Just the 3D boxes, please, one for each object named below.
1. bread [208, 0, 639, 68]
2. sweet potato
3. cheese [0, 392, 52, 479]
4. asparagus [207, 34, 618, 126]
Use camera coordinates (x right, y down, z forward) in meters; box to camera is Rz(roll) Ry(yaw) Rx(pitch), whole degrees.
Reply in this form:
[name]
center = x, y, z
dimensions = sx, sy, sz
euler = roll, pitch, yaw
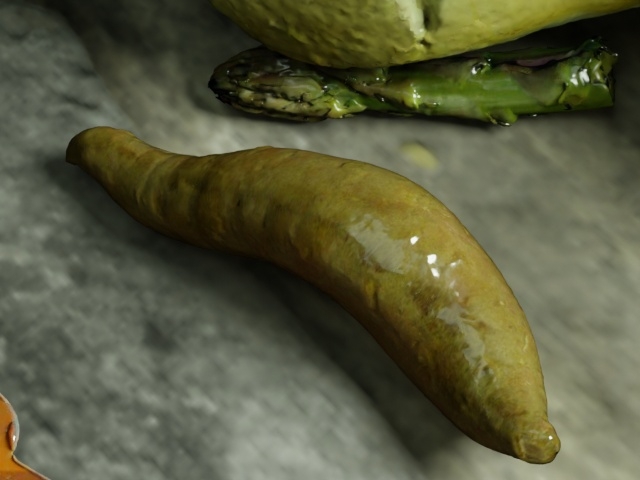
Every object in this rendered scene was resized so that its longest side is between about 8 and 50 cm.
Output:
[bread]
center = 0.056, -0.162, 0.628
dimensions = 0.257, 0.124, 0.186
euler = -25, 47, -3
[sweet potato]
center = -0.001, -0.003, 0.608
dimensions = 0.249, 0.059, 0.069
euler = 30, 111, 29
[cheese]
center = -0.066, 0.125, 0.571
dimensions = 0.256, 0.037, 0.106
euler = 24, 70, 25
[asparagus]
center = 0.032, -0.063, 0.649
dimensions = 0.165, 0.030, 0.036
euler = 3, 72, 18
